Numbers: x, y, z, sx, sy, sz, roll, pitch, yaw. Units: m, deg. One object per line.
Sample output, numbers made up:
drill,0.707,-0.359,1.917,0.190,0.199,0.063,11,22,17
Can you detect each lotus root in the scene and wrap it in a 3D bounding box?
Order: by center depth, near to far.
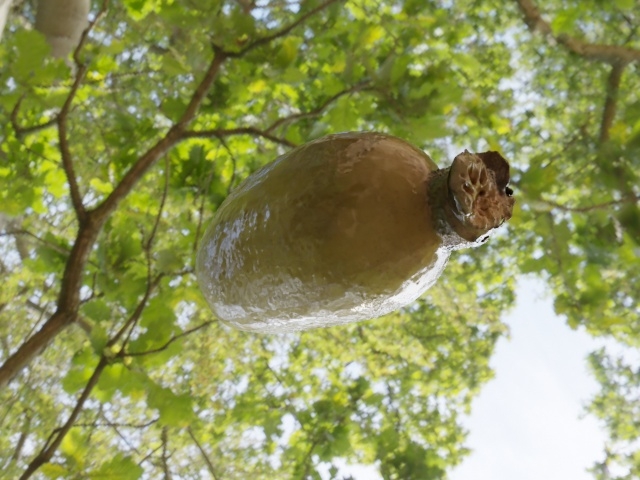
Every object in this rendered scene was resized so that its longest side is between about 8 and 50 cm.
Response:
lotus root,-0.002,-0.003,0.626,0.131,0.303,0.146,15,-114,-43
